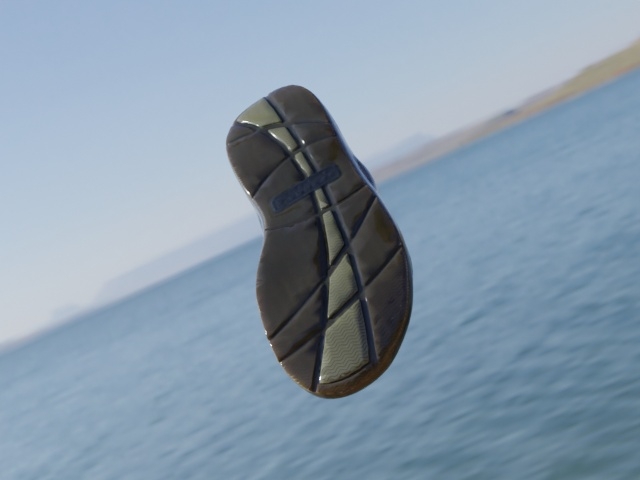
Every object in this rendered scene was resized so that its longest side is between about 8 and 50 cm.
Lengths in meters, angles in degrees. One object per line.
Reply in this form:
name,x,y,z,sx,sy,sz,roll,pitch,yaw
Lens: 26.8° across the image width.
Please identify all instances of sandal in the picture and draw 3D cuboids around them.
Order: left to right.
sandal,0.000,0.000,0.774,0.090,0.219,0.060,-29,-42,6
